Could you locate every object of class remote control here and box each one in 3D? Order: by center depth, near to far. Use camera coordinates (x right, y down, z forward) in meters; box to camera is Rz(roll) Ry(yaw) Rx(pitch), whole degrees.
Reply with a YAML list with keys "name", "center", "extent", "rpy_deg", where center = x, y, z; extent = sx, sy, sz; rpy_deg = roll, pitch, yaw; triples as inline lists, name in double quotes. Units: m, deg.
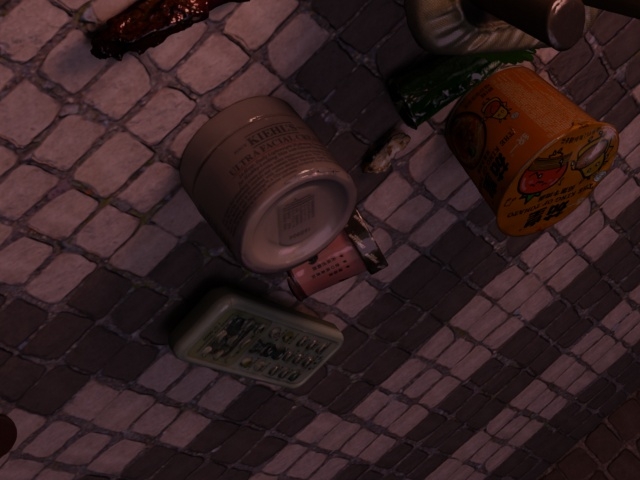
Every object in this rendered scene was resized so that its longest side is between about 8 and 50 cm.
- name: "remote control"
  center: [-0.092, 0.143, 2.027]
  extent: [0.128, 0.065, 0.335]
  rpy_deg: [-44, 149, 14]

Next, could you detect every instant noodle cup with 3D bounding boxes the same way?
- name: "instant noodle cup"
  center: [0.292, -0.137, 1.954]
  extent: [0.216, 0.172, 0.215]
  rpy_deg: [-27, 148, -18]

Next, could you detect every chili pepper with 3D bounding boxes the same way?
- name: "chili pepper"
  center: [0.195, -0.242, 1.831]
  extent: [0.227, 0.059, 0.088]
  rpy_deg: [-35, 145, -9]

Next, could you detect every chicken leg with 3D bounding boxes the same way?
- name: "chicken leg"
  center: [-0.155, -0.244, 1.471]
  extent: [0.205, 0.053, 0.093]
  rpy_deg: [-23, 170, -12]

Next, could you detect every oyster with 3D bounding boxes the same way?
- name: "oyster"
  center: [0.089, -0.123, 1.912]
  extent: [0.083, 0.019, 0.054]
  rpy_deg: [-46, 150, 9]

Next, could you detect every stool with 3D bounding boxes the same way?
- name: "stool"
  center: [0.268, -0.351, 1.495]
  extent: [0.310, 0.226, 0.310]
  rpy_deg: [-12, 109, -34]

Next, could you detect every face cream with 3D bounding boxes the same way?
- name: "face cream"
  center: [-0.064, -0.067, 1.697]
  extent: [0.177, 0.153, 0.177]
  rpy_deg: [-27, 146, -20]

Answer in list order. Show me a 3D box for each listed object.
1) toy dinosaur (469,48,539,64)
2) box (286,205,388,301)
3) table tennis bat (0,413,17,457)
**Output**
- name: "toy dinosaur"
  center: [0.213, -0.326, 1.711]
  extent: [0.194, 0.152, 0.177]
  rpy_deg: [56, 47, -68]
- name: "box"
  center: [0.000, 0.000, 1.864]
  extent: [0.135, 0.151, 0.151]
  rpy_deg: [-29, 149, 0]
- name: "table tennis bat"
  center: [-0.518, 0.316, 1.857]
  extent: [0.234, 0.022, 0.131]
  rpy_deg: [-35, 150, -8]
